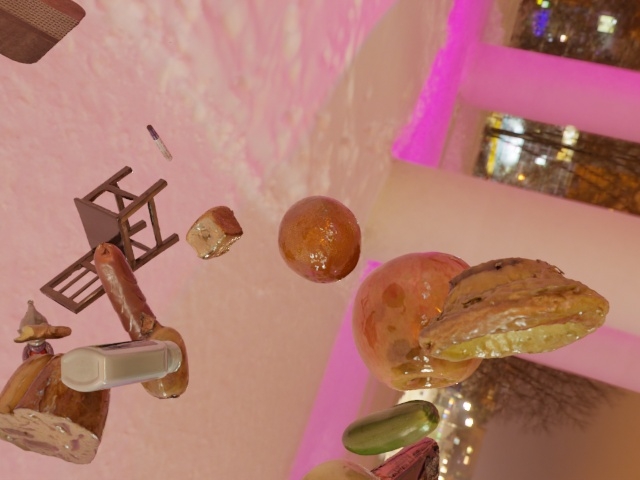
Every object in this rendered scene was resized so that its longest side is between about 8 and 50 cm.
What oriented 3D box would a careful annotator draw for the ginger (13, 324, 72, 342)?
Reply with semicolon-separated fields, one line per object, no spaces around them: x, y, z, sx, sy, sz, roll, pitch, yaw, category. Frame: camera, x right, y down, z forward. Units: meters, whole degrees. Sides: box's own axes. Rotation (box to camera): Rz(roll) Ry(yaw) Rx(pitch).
-0.706;0.234;1.640;0.044;0.137;0.057;-118;-146;-47;ginger

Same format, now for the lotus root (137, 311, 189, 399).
-0.380;0.273;1.525;0.118;0.125;0.220;179;-104;-75;lotus root

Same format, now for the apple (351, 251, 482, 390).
0.262;0.214;1.650;0.364;0.364;0.363;16;90;-74;apple

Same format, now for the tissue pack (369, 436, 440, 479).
0.233;0.721;1.845;0.332;0.123;0.244;-10;101;-55;tissue pack

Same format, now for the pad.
-0.367;-0.319;0.930;0.250;0.324;0.055;-88;-169;-53;pad

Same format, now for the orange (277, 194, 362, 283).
0.000;0.000;1.452;0.206;0.206;0.205;16;90;-74;orange

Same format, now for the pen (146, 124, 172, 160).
-0.512;-0.310;2.051;0.204;0.025;0.025;77;33;-68;pen

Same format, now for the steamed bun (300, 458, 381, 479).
0.038;0.614;1.435;0.273;0.232;0.166;-40;117;-15;steamed bun

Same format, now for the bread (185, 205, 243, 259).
-0.193;-0.016;1.156;0.083;0.076;0.070;-43;166;24;bread

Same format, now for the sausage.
-0.473;0.187;1.649;0.088;0.088;0.432;-57;140;-45;sausage

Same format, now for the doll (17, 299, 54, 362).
-0.916;0.301;2.068;0.075;0.102;0.227;-31;-113;56;doll

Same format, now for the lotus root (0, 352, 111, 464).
-0.674;0.397;1.634;0.316;0.317;0.249;81;15;-56;lotus root

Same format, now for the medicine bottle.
-0.364;0.233;1.229;0.229;0.121;0.083;8;77;-60;medicine bottle

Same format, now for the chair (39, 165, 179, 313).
-0.658;-0.014;1.955;0.416;0.203;0.240;-42;143;-40;chair

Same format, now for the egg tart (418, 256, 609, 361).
0.289;0.107;1.002;0.294;0.294;0.123;62;19;-68;egg tart

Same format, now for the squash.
0.139;0.372;1.272;0.292;0.082;0.082;-39;-164;49;squash
